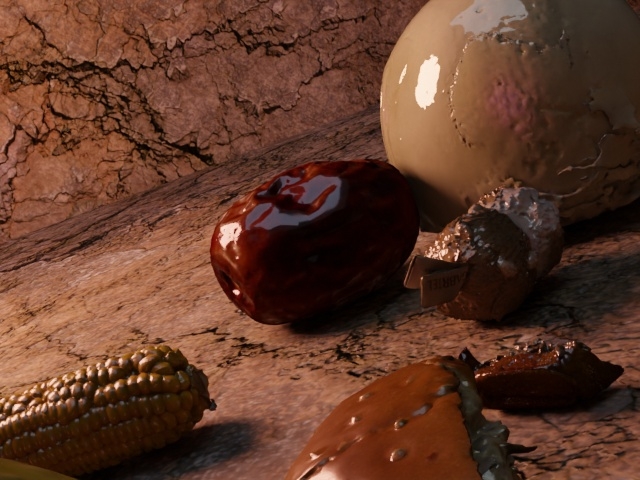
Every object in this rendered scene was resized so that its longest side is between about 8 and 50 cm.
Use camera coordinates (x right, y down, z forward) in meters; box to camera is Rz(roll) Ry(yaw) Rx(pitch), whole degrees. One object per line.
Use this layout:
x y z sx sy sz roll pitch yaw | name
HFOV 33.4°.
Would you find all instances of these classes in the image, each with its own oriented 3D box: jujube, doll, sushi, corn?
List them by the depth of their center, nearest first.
0.170 0.104 0.831 0.120 0.052 0.055 -12 30 33 | sushi
-0.254 0.181 0.982 0.312 0.102 0.102 -21 14 1 | corn
0.160 0.023 1.037 0.221 0.105 0.115 -36 -14 -50 | doll
0.000 0.000 1.226 0.243 0.183 0.183 -32 18 -21 | jujube

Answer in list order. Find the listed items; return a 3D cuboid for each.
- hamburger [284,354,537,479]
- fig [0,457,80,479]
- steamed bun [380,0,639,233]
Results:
0.049 0.165 0.549 0.156 0.144 0.283 -18 16 4 | hamburger
-0.158 0.188 0.374 0.258 0.326 0.258 -34 31 25 | fig
0.229 -0.156 1.235 0.333 0.312 0.233 -24 10 9 | steamed bun
